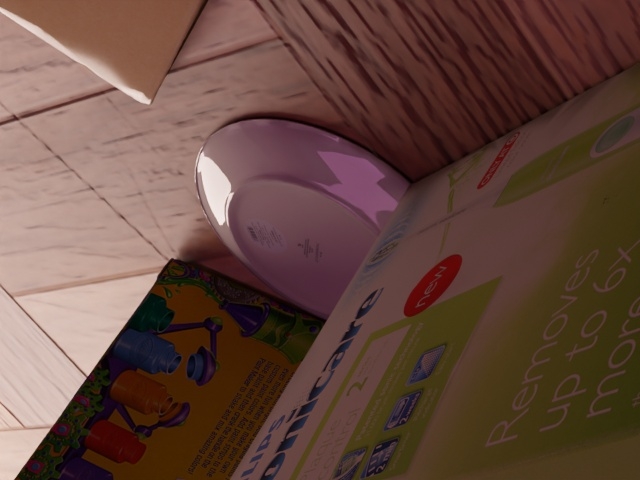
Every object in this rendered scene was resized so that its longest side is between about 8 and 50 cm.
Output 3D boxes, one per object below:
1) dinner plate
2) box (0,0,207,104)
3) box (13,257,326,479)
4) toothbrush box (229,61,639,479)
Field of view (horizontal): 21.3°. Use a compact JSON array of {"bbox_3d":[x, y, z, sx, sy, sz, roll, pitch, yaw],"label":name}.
[{"bbox_3d":[0.000,0.000,0.794,0.141,0.017,0.141,23,145,17],"label":"dinner plate"},{"bbox_3d":[-0.106,-0.153,0.681,0.164,0.021,0.201,35,146,-3],"label":"box"},{"bbox_3d":[-0.021,0.209,0.829,0.279,0.290,0.177,23,145,16],"label":"box"},{"bbox_3d":[0.109,0.044,0.588,0.122,0.206,0.283,42,146,-14],"label":"toothbrush box"}]
